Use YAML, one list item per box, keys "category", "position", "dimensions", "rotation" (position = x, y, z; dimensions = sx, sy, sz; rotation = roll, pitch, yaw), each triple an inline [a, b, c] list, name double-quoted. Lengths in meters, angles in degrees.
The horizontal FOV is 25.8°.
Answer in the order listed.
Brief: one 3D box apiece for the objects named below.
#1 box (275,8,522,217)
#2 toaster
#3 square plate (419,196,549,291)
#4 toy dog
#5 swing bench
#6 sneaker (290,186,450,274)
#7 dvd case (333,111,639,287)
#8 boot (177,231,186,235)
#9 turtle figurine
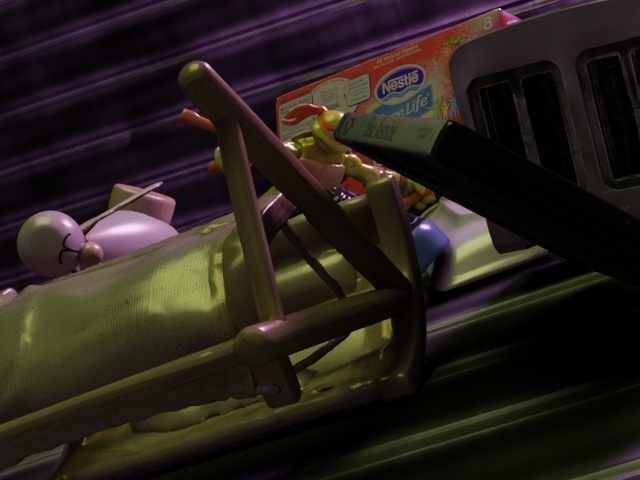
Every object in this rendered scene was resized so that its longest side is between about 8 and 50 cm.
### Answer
- category: "box"
  position: [0.110, -0.110, 1.467]
  dimensions: [0.300, 0.154, 0.142]
  rotation: [-18, -20, 37]
- category: "toaster"
  position: [0.190, -0.088, 0.959]
  dimensions: [0.168, 0.186, 0.110]
  rotation: [-12, 6, 22]
- category: "square plate"
  position: [0.241, -0.056, 1.202]
  dimensions: [0.347, 0.049, 0.344]
  rotation: [-22, 5, 2]
- category: "toy dog"
  position: [-0.223, 0.025, 1.647]
  dimensions: [0.161, 0.220, 0.334]
  rotation: [12, 22, 12]
- category: "swing bench"
  position: [-0.096, 0.048, 0.797]
  dimensions: [0.253, 0.165, 0.254]
  rotation: [-20, -21, 21]
- category: "sneaker"
  position: [0.026, 0.001, 1.139]
  dimensions: [0.081, 0.090, 0.232]
  rotation: [-48, 9, -14]
- category: "dvd case"
  position: [0.110, -0.019, 0.750]
  dimensions: [0.022, 0.180, 0.253]
  rotation: [-64, 11, 1]
- category: "boot"
  position: [-0.244, 0.106, 1.461]
  dimensions: [0.280, 0.096, 0.264]
  rotation: [-27, 11, 19]
- category: "turtle figurine"
  position: [-0.026, -0.051, 1.283]
  dimensions: [0.269, 0.087, 0.217]
  rotation: [6, -44, -24]
